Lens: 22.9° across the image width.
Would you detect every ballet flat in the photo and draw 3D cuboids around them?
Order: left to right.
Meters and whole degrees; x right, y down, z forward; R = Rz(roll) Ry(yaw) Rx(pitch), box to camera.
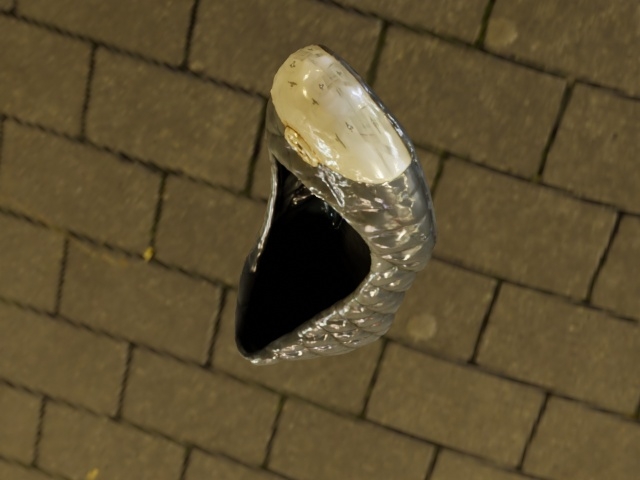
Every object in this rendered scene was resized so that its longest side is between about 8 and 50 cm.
[{"bbox_3d":[0.000,0.000,0.463,0.057,0.049,0.173,53,164,19],"label":"ballet flat"}]
